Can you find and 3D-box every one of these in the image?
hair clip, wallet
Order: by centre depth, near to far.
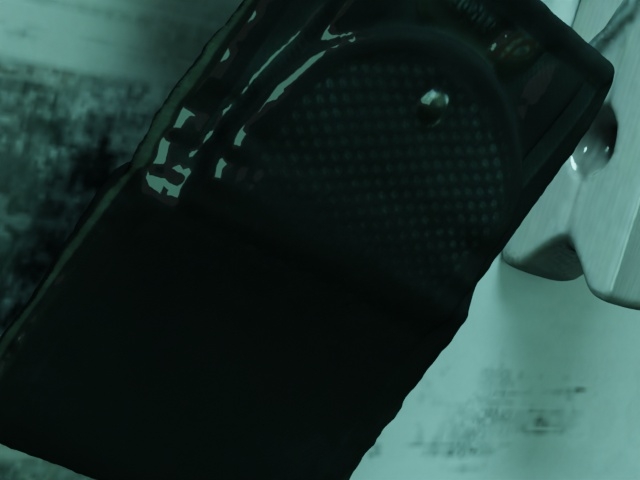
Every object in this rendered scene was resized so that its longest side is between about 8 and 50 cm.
[{"bbox_3d":[0.000,0.000,0.844,0.247,0.041,0.323,29,103,-43],"label":"wallet"},{"bbox_3d":[0.206,-0.126,1.012,0.085,0.101,0.331,12,96,-49],"label":"hair clip"}]
